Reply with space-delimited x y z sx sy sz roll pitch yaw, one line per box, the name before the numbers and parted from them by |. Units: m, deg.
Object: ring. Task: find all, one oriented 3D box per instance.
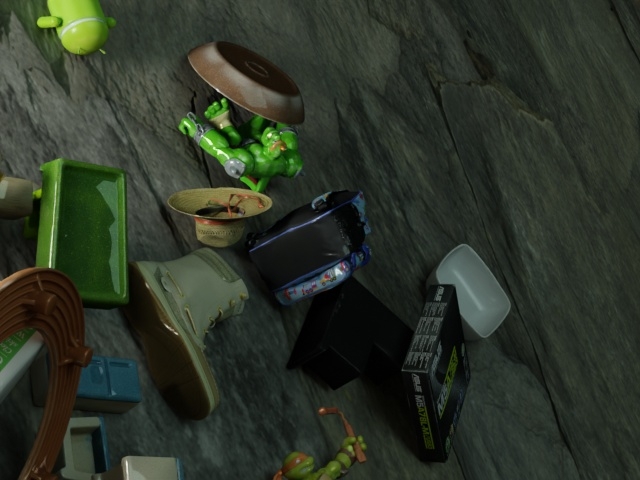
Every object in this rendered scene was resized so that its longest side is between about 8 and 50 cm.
ring | -0.294 0.187 1.113 0.032 0.336 0.336 17 39 12

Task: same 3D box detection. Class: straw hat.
straw hat | -0.135 -0.024 1.638 0.144 0.144 0.061 -23 123 -52

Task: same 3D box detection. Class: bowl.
bowl | 0.230 0.089 1.957 0.142 0.053 0.142 55 37 -3

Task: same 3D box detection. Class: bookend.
bookend | 0.051 0.157 1.699 0.157 0.072 0.156 42 39 -17

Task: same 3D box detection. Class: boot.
boot | -0.149 0.110 1.519 0.165 0.077 0.213 -14 71 -52

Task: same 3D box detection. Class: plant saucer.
plant saucer | -0.101 -0.241 1.794 0.199 0.036 0.198 28 21 -12

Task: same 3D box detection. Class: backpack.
backpack | 0.000 0.000 1.704 0.117 0.158 0.173 62 26 -5

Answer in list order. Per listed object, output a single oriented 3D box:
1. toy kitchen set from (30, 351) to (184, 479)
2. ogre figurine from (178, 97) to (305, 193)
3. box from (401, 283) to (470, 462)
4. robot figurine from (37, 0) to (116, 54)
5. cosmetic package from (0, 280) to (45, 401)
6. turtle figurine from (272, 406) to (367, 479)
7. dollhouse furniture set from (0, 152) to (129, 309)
toy kitchen set | -0.210 0.202 1.309 0.122 0.166 0.207 12 55 -42
ogre figurine | -0.096 -0.135 1.747 0.197 0.097 0.118 21 29 -56
box | 0.170 0.191 1.751 0.190 0.045 0.184 -64 151 -49
robot figurine | -0.327 -0.301 1.636 0.101 0.067 0.115 -8 69 -43
cosmetic package | -0.431 0.166 1.096 0.197 0.155 0.365 38 39 -6
turtle figurine | 0.008 0.345 1.503 0.217 0.087 0.269 55 29 -6
dollhouse furniture set | -0.381 -0.007 1.286 0.302 0.198 0.151 9 77 -39
